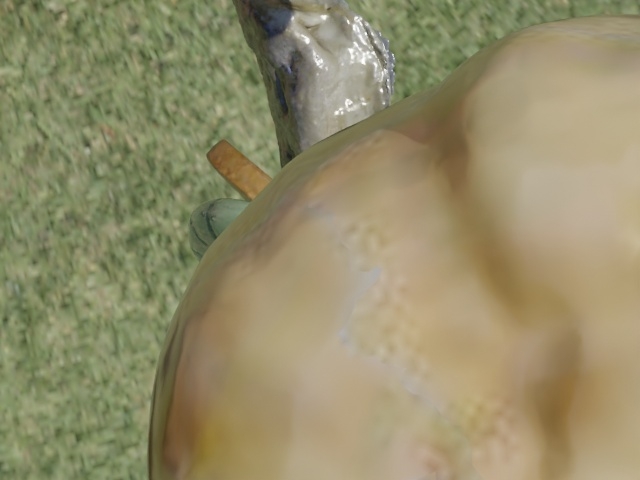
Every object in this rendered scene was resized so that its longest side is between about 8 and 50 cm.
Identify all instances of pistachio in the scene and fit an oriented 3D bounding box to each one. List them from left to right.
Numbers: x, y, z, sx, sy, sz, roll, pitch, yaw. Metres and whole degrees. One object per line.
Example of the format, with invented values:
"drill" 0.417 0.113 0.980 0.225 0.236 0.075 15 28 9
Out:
"pistachio" 0.073 0.087 0.451 0.229 0.238 0.321 9 130 21

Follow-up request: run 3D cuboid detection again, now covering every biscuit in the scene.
"biscuit" 0.000 0.000 1.239 0.221 0.142 0.029 40 90 -12

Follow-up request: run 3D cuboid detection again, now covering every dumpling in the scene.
"dumpling" -0.010 -0.164 1.652 0.166 0.086 0.332 -9 110 36

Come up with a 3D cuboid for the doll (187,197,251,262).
"doll" 0.015 0.100 1.028 0.216 0.284 0.268 -51 172 -20
